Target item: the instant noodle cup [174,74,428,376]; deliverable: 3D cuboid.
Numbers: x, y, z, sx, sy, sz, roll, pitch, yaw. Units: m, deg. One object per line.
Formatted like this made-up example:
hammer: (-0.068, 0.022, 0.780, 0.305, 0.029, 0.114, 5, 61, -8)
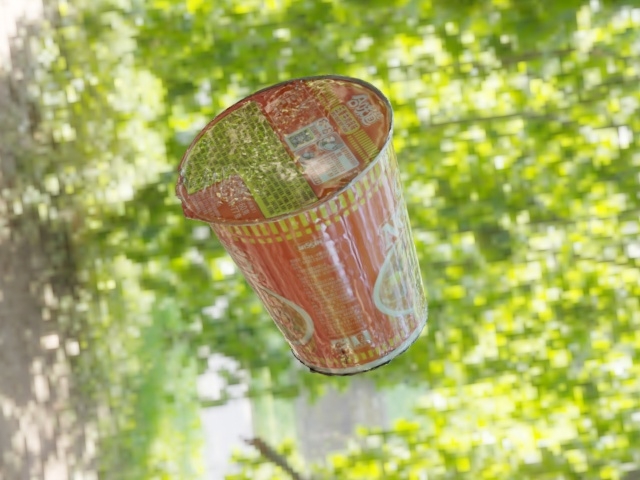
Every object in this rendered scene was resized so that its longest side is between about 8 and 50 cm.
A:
instant noodle cup: (0.000, 0.000, 1.309, 0.193, 0.193, 0.212, -96, 167, -51)
